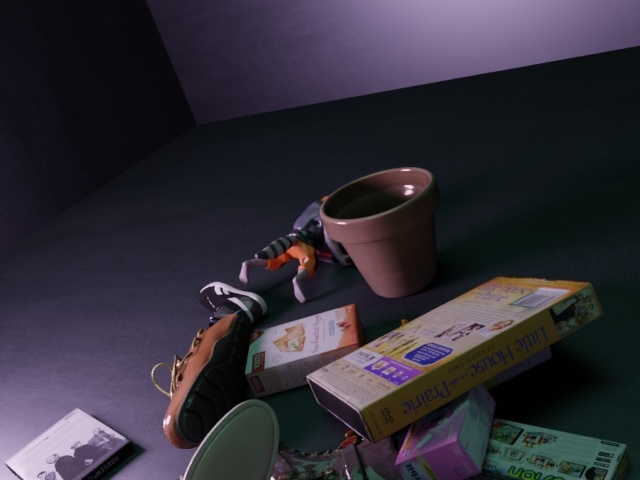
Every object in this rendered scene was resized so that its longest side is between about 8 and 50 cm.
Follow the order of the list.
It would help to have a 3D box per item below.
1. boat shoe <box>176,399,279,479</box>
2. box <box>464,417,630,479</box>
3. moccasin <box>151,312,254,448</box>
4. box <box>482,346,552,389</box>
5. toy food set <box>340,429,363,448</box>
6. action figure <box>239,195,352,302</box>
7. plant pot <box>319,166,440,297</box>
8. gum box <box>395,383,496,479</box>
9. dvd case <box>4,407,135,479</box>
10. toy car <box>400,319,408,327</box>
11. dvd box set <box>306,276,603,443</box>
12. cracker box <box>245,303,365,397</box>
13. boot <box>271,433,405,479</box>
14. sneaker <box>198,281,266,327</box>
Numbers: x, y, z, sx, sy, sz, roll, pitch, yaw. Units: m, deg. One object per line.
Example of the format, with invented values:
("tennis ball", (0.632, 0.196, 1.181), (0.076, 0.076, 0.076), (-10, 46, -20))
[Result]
("boat shoe", (-0.170, 0.390, 1.075), (0.113, 0.127, 0.339), (-18, 49, 59))
("box", (0.311, 0.316, 1.045), (0.207, 0.036, 0.114), (2, 32, 41))
("moccasin", (-0.235, 0.270, 1.457), (0.147, 0.139, 0.380), (-20, 25, 15))
("box", (0.314, 0.195, 1.298), (0.178, 0.042, 0.109), (-24, 23, -8))
("toy food set", (0.077, 0.321, 1.244), (0.078, 0.019, 0.122), (5, 38, 44))
("action figure", (0.000, 0.000, 1.824), (0.341, 0.178, 0.330), (2, 41, 45))
("plant pot", (0.154, -0.007, 1.635), (0.263, 0.229, 0.263), (-17, 24, 8))
("gum box", (0.192, 0.284, 1.110), (0.107, 0.062, 0.188), (-32, 7, 28))
("dvd case", (-0.497, 0.423, 1.463), (0.179, 0.029, 0.239), (-36, 27, -33))
("toy car", (0.203, 0.183, 1.448), (0.122, 0.060, 0.040), (-6, 66, 67))
("dvd box set", (0.206, 0.178, 1.234), (0.421, 0.062, 0.308), (-25, 6, -15))
("cracker box", (-0.028, 0.219, 1.490), (0.232, 0.067, 0.155), (-18, 23, 7))
("boot", (0.013, 0.350, 1.159), (0.229, 0.091, 0.263), (-22, 34, -6))
("sneaker", (-0.243, 0.165, 1.763), (0.217, 0.079, 0.121), (4, 31, 41))
